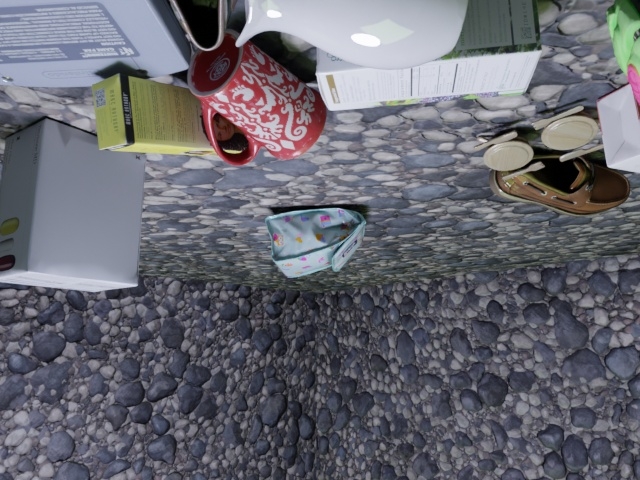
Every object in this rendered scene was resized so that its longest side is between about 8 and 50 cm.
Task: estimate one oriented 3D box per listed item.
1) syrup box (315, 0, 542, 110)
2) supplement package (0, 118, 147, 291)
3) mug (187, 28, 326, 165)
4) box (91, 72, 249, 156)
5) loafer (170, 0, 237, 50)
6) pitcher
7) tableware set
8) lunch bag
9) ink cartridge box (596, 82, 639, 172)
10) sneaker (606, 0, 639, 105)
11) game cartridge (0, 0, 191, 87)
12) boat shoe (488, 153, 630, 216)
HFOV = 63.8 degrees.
[{"bbox_3d":[0.115,-0.220,0.586,0.237,0.093,0.096,-3,168,10],"label":"syrup box"},{"bbox_3d":[-0.450,-0.050,0.933,0.145,0.262,0.204,-9,165,34],"label":"supplement package"},{"bbox_3d":[-0.089,-0.175,0.679,0.113,0.150,0.169,22,178,35],"label":"mug"},{"bbox_3d":[-0.191,-0.164,0.711,0.058,0.087,0.232,-3,-175,34],"label":"box"},{"bbox_3d":[-0.110,-0.259,0.415,0.096,0.084,0.267,-1,168,2],"label":"loafer"},{"bbox_3d":[0.027,-0.237,0.453,0.207,0.125,0.178,5,162,-2],"label":"pitcher"},{"bbox_3d":[0.381,-0.179,0.906,0.194,0.039,0.128,-18,144,39],"label":"tableware set"},{"bbox_3d":[0.000,0.000,1.443,0.262,0.160,0.223,-12,164,1],"label":"lunch bag"},{"bbox_3d":[0.535,-0.165,0.803,0.198,0.115,0.067,4,165,-24],"label":"ink cartridge box"},{"bbox_3d":[0.493,-0.209,0.539,0.483,0.185,0.202,-5,162,-26],"label":"sneaker"},{"bbox_3d":[-0.310,-0.241,0.571,0.297,0.062,0.198,-1,172,4],"label":"game cartridge"},{"bbox_3d":[0.506,-0.114,1.041,0.307,0.110,0.104,2,168,-11],"label":"boat shoe"}]
